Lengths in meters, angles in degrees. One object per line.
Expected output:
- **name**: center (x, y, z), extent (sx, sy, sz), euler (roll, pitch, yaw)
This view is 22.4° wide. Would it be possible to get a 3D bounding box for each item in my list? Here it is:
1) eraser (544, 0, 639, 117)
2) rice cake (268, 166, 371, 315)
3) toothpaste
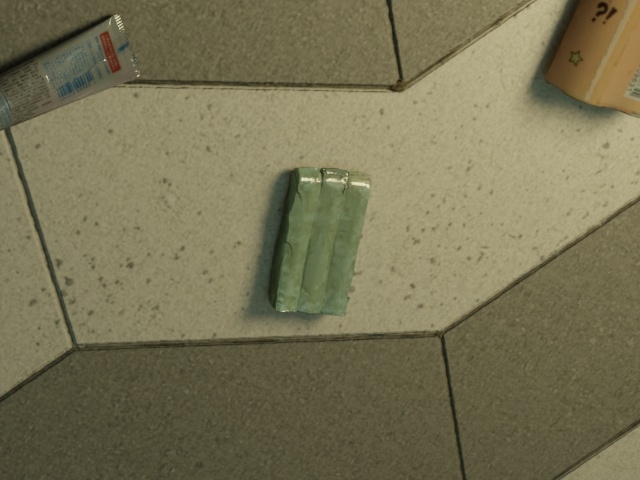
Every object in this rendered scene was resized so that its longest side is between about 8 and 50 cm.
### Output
- **eraser**: center (0.429, -0.312, 2.108), extent (0.171, 0.087, 0.291), euler (10, 115, -29)
- **rice cake**: center (0.000, 0.000, 2.148), extent (0.124, 0.038, 0.211), euler (5, 116, -24)
- **toothpaste**: center (-0.328, -0.184, 1.912), extent (0.234, 0.057, 0.089), euler (-26, 126, -13)
